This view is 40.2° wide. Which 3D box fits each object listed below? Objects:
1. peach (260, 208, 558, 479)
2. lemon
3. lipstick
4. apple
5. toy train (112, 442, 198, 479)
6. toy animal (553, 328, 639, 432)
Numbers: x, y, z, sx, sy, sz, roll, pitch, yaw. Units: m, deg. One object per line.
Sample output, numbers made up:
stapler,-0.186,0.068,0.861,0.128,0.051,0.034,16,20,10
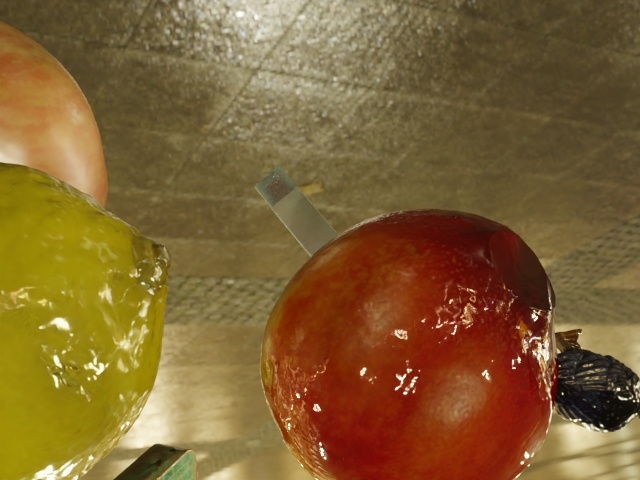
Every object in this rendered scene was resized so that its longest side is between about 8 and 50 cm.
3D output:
peach,0.119,0.139,1.082,0.389,0.388,0.388,-9,157,-4
lemon,-0.258,0.073,0.650,0.322,0.268,0.268,-38,152,8
lipstick,0.000,0.000,1.890,0.080,0.371,0.076,-40,160,-1
apple,-0.500,-0.115,1.190,0.391,0.391,0.347,-32,175,40
toy train,-0.255,0.378,1.313,0.072,0.099,0.188,1,-160,27
toy animal,0.404,0.215,1.343,0.298,0.185,0.122,18,111,-34
